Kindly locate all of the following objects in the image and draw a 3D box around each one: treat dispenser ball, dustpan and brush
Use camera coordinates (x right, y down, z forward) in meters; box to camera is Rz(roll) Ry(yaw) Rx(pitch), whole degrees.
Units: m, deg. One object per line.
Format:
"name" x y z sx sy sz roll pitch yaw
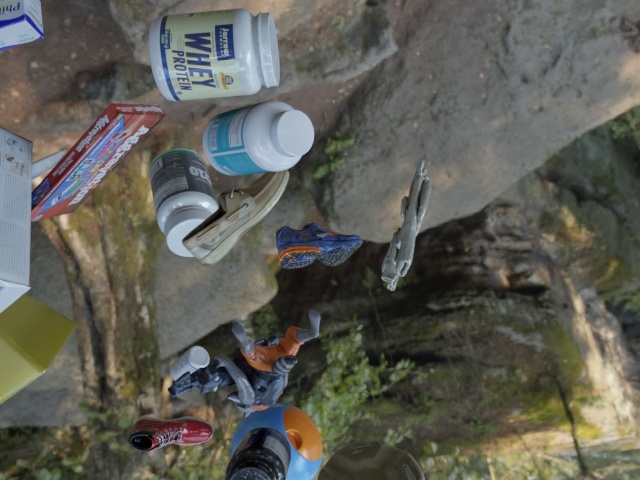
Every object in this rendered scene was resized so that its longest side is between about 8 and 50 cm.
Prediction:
"treat dispenser ball" -0.138 0.661 2.016 0.289 0.288 0.288 -12 168 -2
"dustpan and brush" -0.870 -0.201 1.930 0.147 0.060 0.211 -16 -161 22

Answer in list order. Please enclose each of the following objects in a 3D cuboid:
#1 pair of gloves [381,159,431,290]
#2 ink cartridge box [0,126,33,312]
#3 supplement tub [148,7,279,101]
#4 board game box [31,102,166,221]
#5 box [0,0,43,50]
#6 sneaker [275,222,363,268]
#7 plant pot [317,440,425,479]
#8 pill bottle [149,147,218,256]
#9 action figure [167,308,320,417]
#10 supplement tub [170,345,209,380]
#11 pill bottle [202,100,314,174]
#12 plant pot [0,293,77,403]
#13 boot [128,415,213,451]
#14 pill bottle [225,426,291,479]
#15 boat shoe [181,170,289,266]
"pair of gloves" 0.153 -0.020 1.163 0.042 0.204 0.240 17 165 4
"ink cartridge box" -0.595 -0.003 1.021 0.272 0.309 0.130 -34 142 24
"supplement tub" -0.288 -0.518 1.778 0.325 0.235 0.235 -4 169 4
"board game box" -0.400 -0.134 1.111 0.281 0.027 0.145 -40 179 20
"box" -0.721 -0.523 1.472 0.126 0.137 0.072 -16 160 4
"sneaker" 0.000 0.000 1.330 0.221 0.087 0.083 -1 148 -42
"plant pot" 0.116 0.611 1.365 0.334 0.305 0.333 -5 -149 3
"pill bottle" -0.454 -0.129 2.141 0.204 0.361 0.204 -13 138 -11
"action figure" -0.163 0.312 1.481 0.342 0.178 0.330 -20 147 -32
"supplement tub" -0.371 0.351 1.809 0.071 0.071 0.107 1 147 -48
"pill bottle" -0.129 -0.215 1.355 0.146 0.146 0.264 -3 -176 -39
"plant pot" -0.744 0.238 1.495 0.212 0.187 0.212 -34 -161 13
"boot" -0.447 0.594 1.922 0.245 0.088 0.176 5 180 -10
"pill bottle" -0.129 0.475 1.318 0.123 0.122 0.219 -13 180 3
"boat shoe" -0.221 -0.085 1.697 0.341 0.110 0.122 -48 -157 -10
